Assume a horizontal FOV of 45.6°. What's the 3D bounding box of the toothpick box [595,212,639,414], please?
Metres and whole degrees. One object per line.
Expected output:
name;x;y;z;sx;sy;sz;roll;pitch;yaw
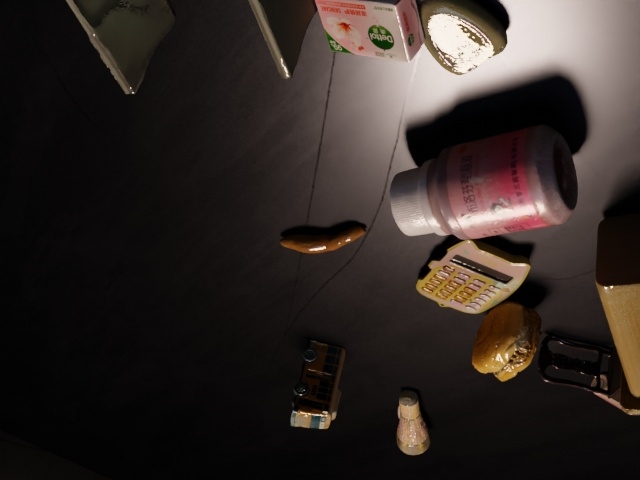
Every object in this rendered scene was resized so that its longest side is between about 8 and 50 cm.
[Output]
toothpick box;0.539;0.111;1.184;0.188;0.190;0.308;-7;133;31

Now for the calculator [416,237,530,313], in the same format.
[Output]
calculator;0.265;0.065;1.358;0.157;0.033;0.236;22;146;-7

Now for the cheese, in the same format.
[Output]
cheese;0.142;-0.286;0.941;0.192;0.037;0.097;37;139;-24

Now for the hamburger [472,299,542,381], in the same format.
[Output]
hamburger;0.338;0.179;1.385;0.083;0.138;0.147;29;145;-6

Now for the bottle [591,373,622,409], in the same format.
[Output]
bottle;0.590;0.306;1.525;0.096;0.045;0.045;32;142;-20

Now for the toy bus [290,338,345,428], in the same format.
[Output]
toy bus;-0.004;0.324;1.686;0.103;0.182;0.091;13;144;4

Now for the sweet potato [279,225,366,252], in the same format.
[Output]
sweet potato;0.002;0.002;1.382;0.179;0.044;0.044;-4;139;30

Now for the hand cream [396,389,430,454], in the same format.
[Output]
hand cream;0.216;0.432;1.827;0.084;0.084;0.203;5;137;17

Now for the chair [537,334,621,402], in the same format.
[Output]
chair;0.528;0.224;1.390;0.229;0.106;0.113;16;145;1

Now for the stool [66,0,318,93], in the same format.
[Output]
stool;-0.163;-0.334;0.895;0.244;0.170;0.269;1;141;23

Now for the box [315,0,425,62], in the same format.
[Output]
box;0.061;-0.277;0.951;0.125;0.043;0.089;17;149;34

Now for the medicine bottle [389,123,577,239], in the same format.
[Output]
medicine bottle;0.230;-0.074;1.094;0.247;0.147;0.147;-11;135;33
